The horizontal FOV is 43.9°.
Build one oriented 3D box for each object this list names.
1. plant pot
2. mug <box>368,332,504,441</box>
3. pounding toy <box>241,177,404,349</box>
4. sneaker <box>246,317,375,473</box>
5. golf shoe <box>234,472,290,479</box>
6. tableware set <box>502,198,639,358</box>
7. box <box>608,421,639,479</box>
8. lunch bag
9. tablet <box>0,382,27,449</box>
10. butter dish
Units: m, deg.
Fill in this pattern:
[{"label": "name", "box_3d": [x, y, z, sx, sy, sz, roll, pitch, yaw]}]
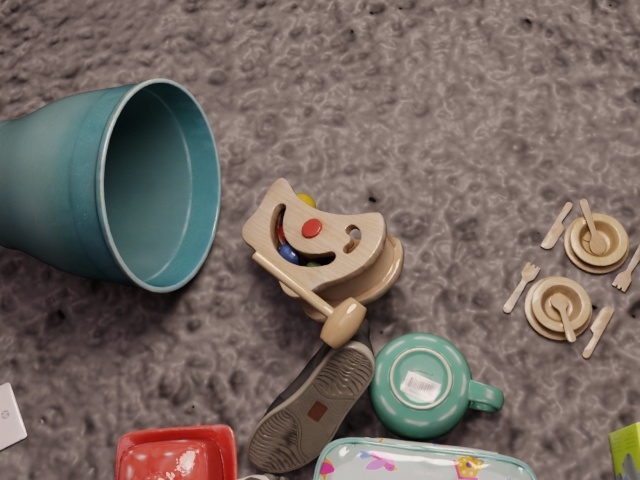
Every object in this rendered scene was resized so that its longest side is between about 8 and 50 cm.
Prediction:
[{"label": "plant pot", "box_3d": [-0.309, -0.071, 1.060, 0.255, 0.271, 0.271, 1, 69, 22]}, {"label": "mug", "box_3d": [0.137, 0.176, 0.993, 0.158, 0.097, 0.129, -23, 69, -2]}, {"label": "pounding toy", "box_3d": [0.000, 0.000, 1.002, 0.154, 0.155, 0.269, -41, 48, -1]}, {"label": "sneaker", "box_3d": [-0.004, 0.199, 1.019, 0.083, 0.118, 0.222, 41, 106, -5]}, {"label": "golf shoe", "box_3d": [-0.079, 0.378, 0.941, 0.094, 0.077, 0.198, 9, 59, -17]}, {"label": "tableware set", "box_3d": [0.342, 0.042, 1.053, 0.128, 0.039, 0.194, 30, 75, 16]}, {"label": "box", "box_3d": [0.379, 0.305, 0.912, 0.042, 0.109, 0.178, -3, 69, 1]}, {"label": "lunch bag", "box_3d": [0.122, 0.352, 0.922, 0.279, 0.108, 0.224, 6, 70, 8]}, {"label": "tablet", "box_3d": [-0.435, 0.241, 1.078, 0.054, 0.006, 0.083, -26, 69, -4]}, {"label": "butter dish", "box_3d": [-0.187, 0.303, 0.968, 0.160, 0.118, 0.160, -6, 69, 5]}]
